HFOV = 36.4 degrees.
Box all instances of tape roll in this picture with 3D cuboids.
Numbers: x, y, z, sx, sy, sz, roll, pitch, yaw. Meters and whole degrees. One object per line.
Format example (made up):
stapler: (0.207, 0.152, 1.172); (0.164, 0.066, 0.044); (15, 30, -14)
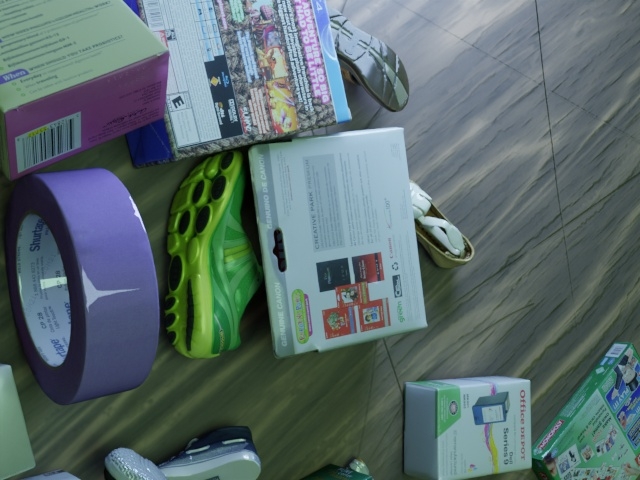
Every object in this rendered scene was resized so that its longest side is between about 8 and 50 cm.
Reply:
tape roll: (-0.291, 0.053, 1.167); (0.090, 0.274, 0.275); (-9, 94, -35)

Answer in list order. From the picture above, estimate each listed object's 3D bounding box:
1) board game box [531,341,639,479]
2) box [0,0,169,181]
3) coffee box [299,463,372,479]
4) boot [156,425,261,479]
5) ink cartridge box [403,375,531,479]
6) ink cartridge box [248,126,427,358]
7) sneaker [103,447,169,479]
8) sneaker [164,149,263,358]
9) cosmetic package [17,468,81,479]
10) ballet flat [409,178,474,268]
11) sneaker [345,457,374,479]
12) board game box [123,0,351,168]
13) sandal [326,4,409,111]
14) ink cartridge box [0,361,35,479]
board game box: (0.537, 0.376, 1.845); (0.317, 0.046, 0.213); (-42, 112, -27)
box: (-0.338, -0.223, 1.161); (0.213, 0.117, 0.243); (-29, 64, -31)
coffee box: (-0.020, 0.391, 1.437); (0.184, 0.113, 0.040); (-20, 99, -34)
boot: (-0.180, 0.318, 1.366); (0.190, 0.086, 0.069); (-11, 118, -7)
ink cartridge box: (0.248, 0.311, 1.628); (0.212, 0.093, 0.154); (2, 87, -35)
ink cartridge box: (0.000, 0.000, 1.447); (0.271, 0.130, 0.310); (-8, 93, -32)
sneaker: (-0.234, 0.399, 1.271); (0.153, 0.101, 0.269); (-38, 121, -9)
sneaker: (-0.147, 0.019, 1.380); (0.123, 0.109, 0.296); (13, 84, -50)
cosmetic package: (-0.352, 0.422, 1.234); (0.117, 0.085, 0.231); (-11, 97, -34)
ballet flat: (0.172, -0.041, 1.595); (0.232, 0.073, 0.080); (42, 67, -25)
sneaker: (0.067, 0.385, 1.547); (0.037, 0.032, 0.083); (-35, 103, -15)
board game box: (-0.132, -0.245, 1.358); (0.291, 0.141, 0.232); (-16, 98, -33)
sandal: (0.050, -0.284, 1.534); (0.219, 0.060, 0.090); (34, 64, -13)
ink cartridge box: (-0.514, 0.194, 1.142); (0.296, 0.066, 0.261); (-18, 100, -33)
